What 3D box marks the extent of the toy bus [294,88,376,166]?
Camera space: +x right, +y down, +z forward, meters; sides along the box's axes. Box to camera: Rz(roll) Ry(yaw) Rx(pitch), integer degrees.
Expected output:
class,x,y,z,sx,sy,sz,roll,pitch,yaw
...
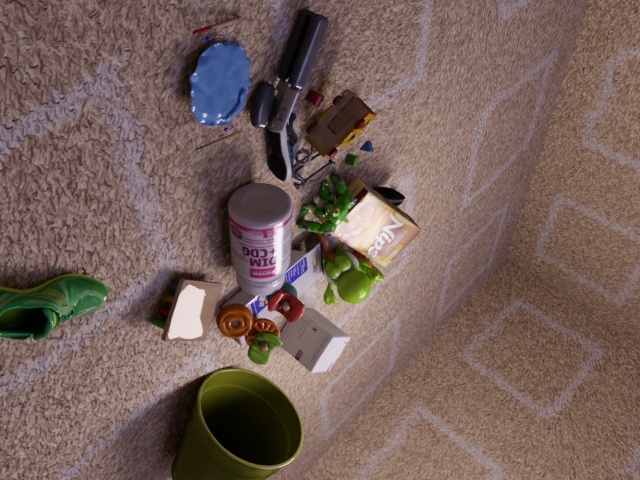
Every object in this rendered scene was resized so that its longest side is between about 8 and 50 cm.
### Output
class,x,y,z,sx,sy,sz,roll,pitch,yaw
toy bus,0.047,-0.286,1.559,0.104,0.202,0.190,-15,108,-69

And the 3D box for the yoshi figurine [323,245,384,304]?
class,x,y,z,sx,sy,sz,roll,pitch,yaw
yoshi figurine,0.106,0.137,2.033,0.362,0.203,0.203,23,84,-75

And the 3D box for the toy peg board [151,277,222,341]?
class,x,y,z,sx,sy,sz,roll,pitch,yaw
toy peg board,-0.353,0.172,1.575,0.161,0.079,0.160,16,92,-62

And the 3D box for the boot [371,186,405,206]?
class,x,y,z,sx,sy,sz,roll,pitch,yaw
boot,0.172,-0.086,2.081,0.236,0.085,0.178,-11,133,-38

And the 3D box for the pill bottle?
class,x,y,z,sx,sy,sz,roll,pitch,yaw
pill bottle,-0.156,0.005,1.583,0.160,0.160,0.283,-36,147,-33

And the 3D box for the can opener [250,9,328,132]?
class,x,y,z,sx,sy,sz,roll,pitch,yaw
can opener,-0.076,-0.379,1.369,0.095,0.076,0.283,1,117,-49

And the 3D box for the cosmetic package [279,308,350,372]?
class,x,y,z,sx,sy,sz,roll,pitch,yaw
cosmetic package,-0.026,0.353,2.159,0.151,0.184,0.151,-59,153,7

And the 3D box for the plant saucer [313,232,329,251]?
class,x,y,z,sx,sy,sz,roll,pitch,yaw
plant saucer,0.000,0.000,1.914,0.013,0.083,0.083,-28,145,-16

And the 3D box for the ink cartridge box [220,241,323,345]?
class,x,y,z,sx,sy,sz,roll,pitch,yaw
ink cartridge box,-0.139,0.153,1.885,0.371,0.069,0.175,-38,148,-24

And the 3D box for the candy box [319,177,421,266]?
class,x,y,z,sx,sy,sz,roll,pitch,yaw
candy box,0.166,-0.051,1.969,0.183,0.087,0.316,-46,135,15

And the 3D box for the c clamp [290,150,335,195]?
class,x,y,z,sx,sy,sz,roll,pitch,yaw
c clamp,-0.021,-0.195,1.674,0.161,0.022,0.137,-37,144,24

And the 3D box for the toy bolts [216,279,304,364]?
class,x,y,z,sx,sy,sz,roll,pitch,yaw
toy bolts,-0.172,0.197,1.736,0.218,0.158,0.228,37,100,-22

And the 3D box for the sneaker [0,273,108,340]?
class,x,y,z,sx,sy,sz,roll,pitch,yaw
sneaker,-0.536,0.142,1.174,0.296,0.123,0.109,-8,127,-56

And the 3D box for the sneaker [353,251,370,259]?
class,x,y,z,sx,sy,sz,roll,pitch,yaw
sneaker,0.163,0.062,2.263,0.170,0.063,0.075,-58,147,-3

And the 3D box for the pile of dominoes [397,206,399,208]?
class,x,y,z,sx,sy,sz,roll,pitch,yaw
pile of dominoes,0.246,-0.046,2.231,0.196,0.040,0.251,-20,123,-55

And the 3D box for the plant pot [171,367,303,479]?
class,x,y,z,sx,sy,sz,roll,pitch,yaw
plant pot,-0.299,0.666,1.950,0.366,0.366,0.353,-9,140,-54

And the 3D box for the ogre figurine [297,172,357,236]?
class,x,y,z,sx,sy,sz,roll,pitch,yaw
ogre figurine,0.029,-0.097,1.810,0.197,0.118,0.097,-46,152,-17

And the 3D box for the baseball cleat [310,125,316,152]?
class,x,y,z,sx,sy,sz,roll,pitch,yaw
baseball cleat,0.050,-0.298,1.687,0.206,0.072,0.109,-23,147,-30

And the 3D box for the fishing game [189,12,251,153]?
class,x,y,z,sx,sy,sz,roll,pitch,yaw
fishing game,-0.210,-0.326,1.260,0.189,0.041,0.264,-40,145,-42

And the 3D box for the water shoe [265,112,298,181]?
class,x,y,z,sx,sy,sz,roll,pitch,yaw
water shoe,-0.084,-0.234,1.525,0.080,0.073,0.203,-41,151,-29
